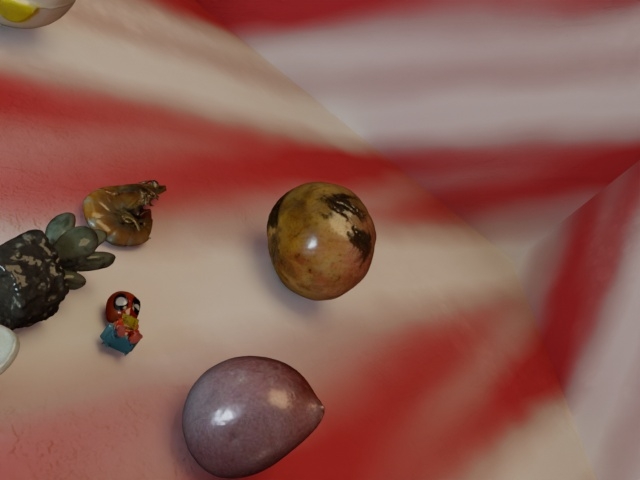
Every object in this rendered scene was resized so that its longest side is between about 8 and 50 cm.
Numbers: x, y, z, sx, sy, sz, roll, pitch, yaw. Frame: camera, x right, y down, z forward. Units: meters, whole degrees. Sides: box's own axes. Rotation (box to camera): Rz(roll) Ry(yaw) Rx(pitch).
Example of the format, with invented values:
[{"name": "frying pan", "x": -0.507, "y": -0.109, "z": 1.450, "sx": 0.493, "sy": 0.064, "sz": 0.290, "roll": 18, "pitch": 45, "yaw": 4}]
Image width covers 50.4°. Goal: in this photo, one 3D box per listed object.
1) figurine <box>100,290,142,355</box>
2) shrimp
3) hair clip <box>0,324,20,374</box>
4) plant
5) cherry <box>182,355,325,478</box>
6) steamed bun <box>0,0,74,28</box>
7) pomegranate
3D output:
[{"name": "figurine", "x": -0.370, "y": 0.150, "z": 1.272, "sx": 0.068, "sy": 0.075, "sz": 0.140, "roll": 29, "pitch": 20, "yaw": -29}, {"name": "shrimp", "x": -0.415, "y": -0.066, "z": 1.527, "sx": 0.152, "sy": 0.063, "sz": 0.287, "roll": 50, "pitch": 29, "yaw": 3}, {"name": "hair clip", "x": -0.563, "y": 0.162, "z": 0.910, "sx": 0.282, "sy": 0.113, "sz": 0.172, "roll": 12, "pitch": 41, "yaw": -49}, {"name": "plant", "x": -0.474, "y": 0.049, "z": 1.182, "sx": 0.146, "sy": 0.149, "sz": 0.274, "roll": 59, "pitch": 26, "yaw": -11}, {"name": "cherry", "x": -0.127, "y": 0.303, "z": 1.232, "sx": 0.206, "sy": 0.239, "sz": 0.239, "roll": 49, "pitch": 25, "yaw": 0}, {"name": "steamed bun", "x": -0.759, "y": -0.690, "z": 1.628, "sx": 0.374, "sy": 0.334, "sz": 0.334, "roll": 41, "pitch": 26, "yaw": -12}, {"name": "pomegranate", "x": 0.000, "y": 0.000, "z": 1.792, "sx": 0.322, "sy": 0.322, "sz": 0.322, "roll": 35, "pitch": 27, "yaw": -22}]
